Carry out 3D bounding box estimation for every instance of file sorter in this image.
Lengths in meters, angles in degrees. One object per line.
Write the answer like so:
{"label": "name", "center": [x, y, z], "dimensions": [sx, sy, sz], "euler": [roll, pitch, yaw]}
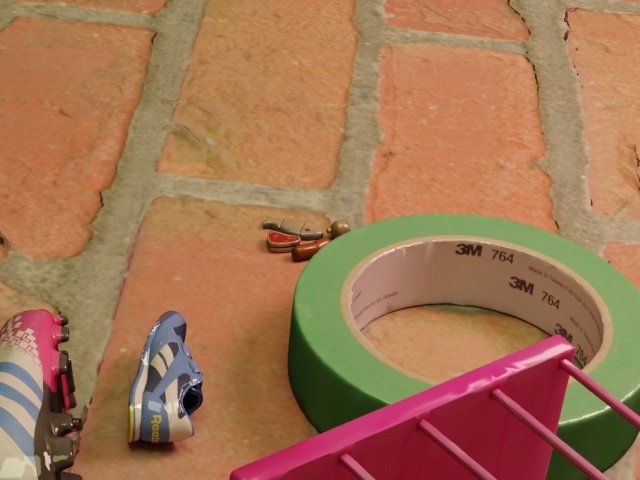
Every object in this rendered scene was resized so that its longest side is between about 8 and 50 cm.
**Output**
{"label": "file sorter", "center": [0.101, 0.233, 1.123], "dimensions": [0.290, 0.202, 0.182], "euler": [-19, 41, -32]}

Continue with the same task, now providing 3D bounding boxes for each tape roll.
{"label": "tape roll", "center": [0.132, 0.091, 1.457], "dimensions": [0.321, 0.077, 0.321], "euler": [4, 33, -3]}

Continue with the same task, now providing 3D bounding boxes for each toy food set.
{"label": "toy food set", "center": [0.000, 0.000, 1.625], "dimensions": [0.122, 0.019, 0.078], "euler": [8, 33, 4]}

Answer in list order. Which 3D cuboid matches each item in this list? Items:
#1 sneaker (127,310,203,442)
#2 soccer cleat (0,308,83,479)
{"label": "sneaker", "center": [-0.125, 0.118, 1.400], "dimensions": [0.059, 0.053, 0.144], "euler": [6, 42, 2]}
{"label": "soccer cleat", "center": [-0.255, 0.135, 1.248], "dimensions": [0.143, 0.116, 0.331], "euler": [-7, 17, -7]}
